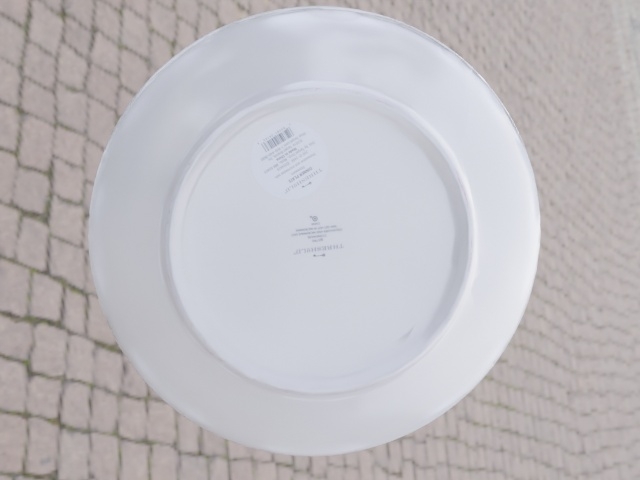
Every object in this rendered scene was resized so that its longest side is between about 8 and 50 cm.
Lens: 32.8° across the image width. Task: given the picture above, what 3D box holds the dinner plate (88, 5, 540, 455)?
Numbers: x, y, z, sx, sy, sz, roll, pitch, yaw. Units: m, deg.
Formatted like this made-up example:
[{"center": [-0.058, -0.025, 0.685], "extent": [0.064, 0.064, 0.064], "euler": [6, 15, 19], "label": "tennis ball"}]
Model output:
[{"center": [0.000, 0.000, 0.332], "extent": [0.017, 0.141, 0.141], "euler": [-128, -159, -81], "label": "dinner plate"}]
